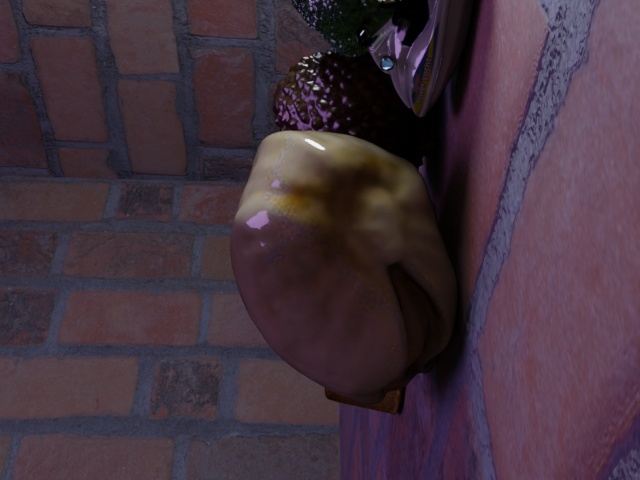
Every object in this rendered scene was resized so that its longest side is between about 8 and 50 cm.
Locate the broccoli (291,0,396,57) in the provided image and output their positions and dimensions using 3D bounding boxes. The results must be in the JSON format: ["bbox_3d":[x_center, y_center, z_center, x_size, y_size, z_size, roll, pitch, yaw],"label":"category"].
[{"bbox_3d":[0.069,-0.404,1.156,0.265,0.245,0.294,-150,63,-65],"label":"broccoli"}]

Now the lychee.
[{"bbox_3d":[0.056,-0.188,1.271,0.236,0.271,0.236,-59,-16,-29],"label":"lychee"}]

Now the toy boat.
[{"bbox_3d":[0.123,-0.285,1.033,0.141,0.141,0.269,-91,17,-51],"label":"toy boat"}]

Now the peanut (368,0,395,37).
[{"bbox_3d":[0.108,-0.359,1.415,0.325,0.140,0.153,-67,-3,-83],"label":"peanut"}]

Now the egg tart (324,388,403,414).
[{"bbox_3d":[0.081,0.241,1.605,0.202,0.147,0.202,179,90,-89],"label":"egg tart"}]

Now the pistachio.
[{"bbox_3d":[0.032,0.041,1.137,0.365,0.281,0.445,40,157,42],"label":"pistachio"}]
